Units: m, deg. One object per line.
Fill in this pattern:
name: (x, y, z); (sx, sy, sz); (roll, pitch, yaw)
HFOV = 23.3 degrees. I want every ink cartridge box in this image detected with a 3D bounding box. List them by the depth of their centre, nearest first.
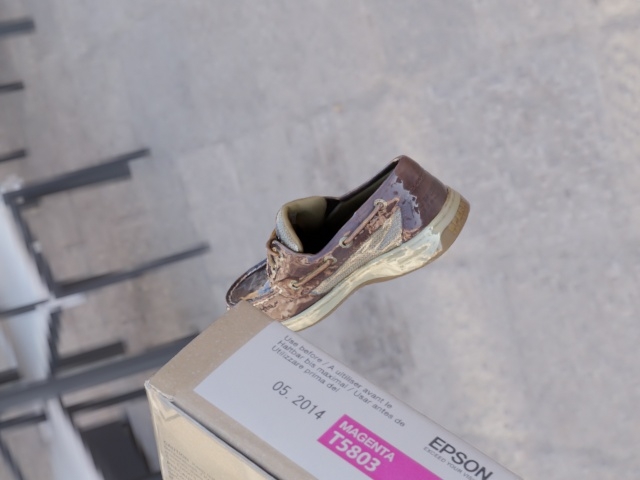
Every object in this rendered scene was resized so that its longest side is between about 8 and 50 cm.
ink cartridge box: (0.019, 0.170, 0.887); (0.235, 0.088, 0.193); (32, 145, 26)

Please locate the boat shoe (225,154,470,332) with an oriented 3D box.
boat shoe: (0.000, 0.000, 1.670); (0.123, 0.123, 0.342); (42, 138, -22)
